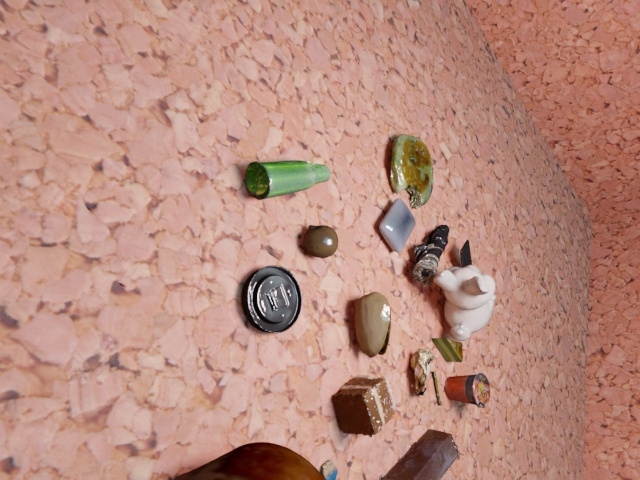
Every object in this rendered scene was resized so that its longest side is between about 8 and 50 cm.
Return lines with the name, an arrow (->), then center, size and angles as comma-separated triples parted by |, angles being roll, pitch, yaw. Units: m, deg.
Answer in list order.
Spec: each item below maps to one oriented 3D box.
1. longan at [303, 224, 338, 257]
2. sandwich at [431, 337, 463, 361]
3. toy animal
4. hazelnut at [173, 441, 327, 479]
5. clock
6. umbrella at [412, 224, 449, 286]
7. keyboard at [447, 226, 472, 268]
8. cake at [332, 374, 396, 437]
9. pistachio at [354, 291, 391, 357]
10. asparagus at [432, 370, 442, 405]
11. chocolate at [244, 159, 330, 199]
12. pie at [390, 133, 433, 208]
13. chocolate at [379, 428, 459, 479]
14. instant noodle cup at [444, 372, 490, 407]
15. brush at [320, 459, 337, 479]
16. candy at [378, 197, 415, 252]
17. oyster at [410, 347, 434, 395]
longan -> 0.000, 0.000, 1.341 | 0.113, 0.092, 0.113 | 6, 70, -17
sandwich -> 0.486, 0.421, 1.714 | 0.116, 0.074, 0.074 | 23, 64, -37
toy animal -> 0.538, 0.215, 1.662 | 0.241, 0.196, 0.367 | -65, 150, -29
hazelnut -> -0.135, 0.630, 0.860 | 0.429, 0.402, 0.402 | -36, 105, -31
clock -> -0.131, 0.159, 1.210 | 0.184, 0.040, 0.184 | 12, 72, -41
umbrella -> 0.433, 0.040, 1.747 | 0.357, 0.106, 0.113 | -51, 149, -49
keyboard -> 0.615, 0.088, 1.892 | 0.103, 0.041, 0.381 | -45, 122, -41
cake -> 0.135, 0.486, 1.325 | 0.147, 0.135, 0.134 | -13, 88, -50
pistachio -> 0.172, 0.265, 1.414 | 0.129, 0.131, 0.206 | -2, 86, -36
asparagus -> 0.437, 0.555, 1.674 | 0.015, 0.018, 0.127 | -9, 85, -10
chocolate -> -0.081, -0.186, 1.307 | 0.291, 0.110, 0.110 | -16, 91, -47
pie -> 0.365, -0.282, 1.776 | 0.302, 0.067, 0.302 | 13, 71, -42
chocolate -> 0.335, 0.750, 1.463 | 0.321, 0.112, 0.112 | -18, 90, -45
instant noodle cup -> 0.556, 0.567, 1.701 | 0.127, 0.136, 0.127 | 13, 71, -41
brush -> 0.041, 0.702, 1.261 | 0.051, 0.014, 0.164 | -22, 96, -43
candy -> 0.283, -0.056, 1.638 | 0.138, 0.071, 0.174 | 53, 51, -22
oyster -> 0.363, 0.460, 1.599 | 0.191, 0.081, 0.163 | -32, 128, -58
